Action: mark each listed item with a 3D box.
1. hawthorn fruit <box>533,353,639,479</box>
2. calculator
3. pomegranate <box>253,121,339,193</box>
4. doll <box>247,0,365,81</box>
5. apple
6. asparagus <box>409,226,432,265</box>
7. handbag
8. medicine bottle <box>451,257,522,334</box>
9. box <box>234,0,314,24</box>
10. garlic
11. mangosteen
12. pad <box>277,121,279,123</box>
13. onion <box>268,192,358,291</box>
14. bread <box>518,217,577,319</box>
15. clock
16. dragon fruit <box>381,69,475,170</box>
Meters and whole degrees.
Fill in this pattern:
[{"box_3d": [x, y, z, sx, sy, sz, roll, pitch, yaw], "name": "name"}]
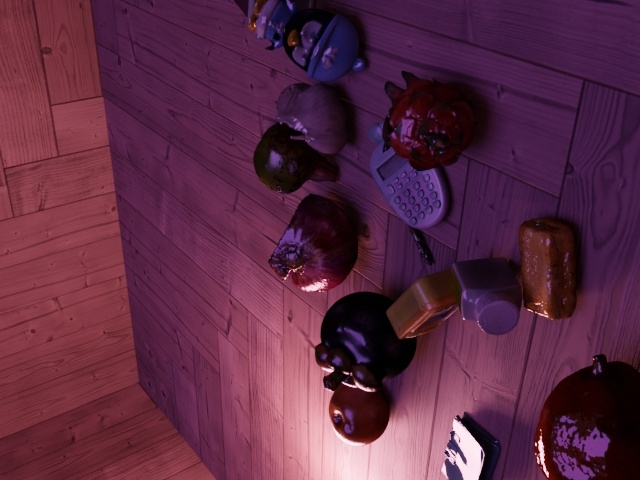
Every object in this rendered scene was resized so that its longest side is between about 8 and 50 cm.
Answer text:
[{"box_3d": [0.550, 0.358, 1.422, 0.265, 0.265, 0.307, 12, 111, 54], "name": "hawthorn fruit"}, {"box_3d": [0.212, -0.167, 1.826, 0.185, 0.041, 0.298, -40, 73, 44], "name": "calculator"}, {"box_3d": [-0.063, -0.225, 2.098, 0.248, 0.214, 0.214, 22, 141, -6], "name": "pomegranate"}, {"box_3d": [-0.029, -0.510, 1.874, 0.314, 0.141, 0.177, 26, 122, 0], "name": "doll"}, {"box_3d": [0.112, 0.523, 2.257, 0.201, 0.162, 0.201, 35, 135, 43], "name": "apple"}, {"box_3d": [0.238, -0.046, 1.891, 0.034, 0.027, 0.235, -15, 93, 46], "name": "asparagus"}, {"box_3d": [0.391, 0.579, 1.970, 0.144, 0.057, 0.221, 43, 139, 43], "name": "handbag"}, {"box_3d": [0.365, 0.119, 1.615, 0.188, 0.132, 0.088, -94, 0, -63], "name": "medicine bottle"}, {"box_3d": [-0.125, -0.714, 1.940, 0.167, 0.194, 0.293, 50, 143, 38], "name": "box"}, {"box_3d": [-0.008, -0.342, 1.985, 0.229, 0.178, 0.143, 51, 122, 10], "name": "garlic"}, {"box_3d": [0.109, 0.285, 2.005, 0.275, 0.302, 0.275, 34, 155, 18], "name": "mangosteen"}, {"box_3d": [-0.077, -0.220, 2.247, 0.250, 0.055, 0.322, -37, 58, 56], "name": "pad"}, {"box_3d": [-0.002, 0.016, 2.123, 0.230, 0.272, 0.256, 37, 148, 4], "name": "onion"}, {"box_3d": [0.473, 0.059, 1.539, 0.114, 0.083, 0.210, 24, 126, 56], "name": "bread"}, {"box_3d": [0.267, 0.160, 1.847, 0.096, 0.144, 0.202, 65, 149, 23], "name": "clock"}, {"box_3d": [0.234, -0.264, 1.637, 0.274, 0.193, 0.192, -112, 26, -54], "name": "dragon fruit"}]
